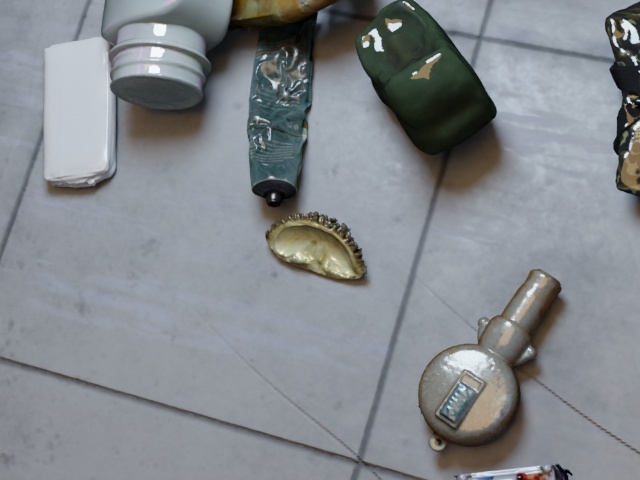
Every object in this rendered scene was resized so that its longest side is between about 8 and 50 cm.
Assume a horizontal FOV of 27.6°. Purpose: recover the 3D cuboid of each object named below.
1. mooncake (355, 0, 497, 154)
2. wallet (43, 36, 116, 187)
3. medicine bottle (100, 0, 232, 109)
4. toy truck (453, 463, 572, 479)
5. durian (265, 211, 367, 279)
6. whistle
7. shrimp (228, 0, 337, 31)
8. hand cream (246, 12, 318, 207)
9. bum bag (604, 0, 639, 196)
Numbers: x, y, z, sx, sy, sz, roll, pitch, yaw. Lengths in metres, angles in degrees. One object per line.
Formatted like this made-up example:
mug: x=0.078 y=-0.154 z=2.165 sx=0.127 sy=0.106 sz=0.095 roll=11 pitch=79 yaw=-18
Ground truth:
mooncake: x=0.109 y=-0.179 z=1.406 sx=0.104 sy=0.175 sz=0.168 roll=-31 pitch=95 yaw=5
wallet: x=-0.291 y=-0.154 z=1.577 sx=0.095 sy=0.033 sz=0.190 roll=-9 pitch=72 yaw=14
medicine bottle: x=-0.176 y=-0.322 z=1.531 sx=0.179 sy=0.124 sz=0.324 roll=-10 pitch=71 yaw=45
toy truck: x=0.198 y=0.353 z=1.235 sx=0.124 sy=0.155 sz=0.268 roll=-10 pitch=73 yaw=12
durian: x=-0.004 y=0.001 z=1.445 sx=0.130 sy=0.052 sz=0.066 roll=19 pitch=83 yaw=18
whistle: x=0.178 y=0.127 z=1.358 sx=0.107 sy=0.057 sz=0.220 roll=34 pitch=83 yaw=22
shrimp: x=-0.033 y=-0.292 z=1.510 sx=0.236 sy=0.053 sz=0.133 roll=-7 pitch=37 yaw=42
hand cream: x=-0.047 y=-0.155 z=1.496 sx=0.075 sy=0.052 sz=0.248 roll=2 pitch=70 yaw=4
bum bag: x=0.358 y=-0.143 z=1.378 sx=0.102 sy=0.069 sz=0.248 roll=5 pitch=71 yaw=-21
